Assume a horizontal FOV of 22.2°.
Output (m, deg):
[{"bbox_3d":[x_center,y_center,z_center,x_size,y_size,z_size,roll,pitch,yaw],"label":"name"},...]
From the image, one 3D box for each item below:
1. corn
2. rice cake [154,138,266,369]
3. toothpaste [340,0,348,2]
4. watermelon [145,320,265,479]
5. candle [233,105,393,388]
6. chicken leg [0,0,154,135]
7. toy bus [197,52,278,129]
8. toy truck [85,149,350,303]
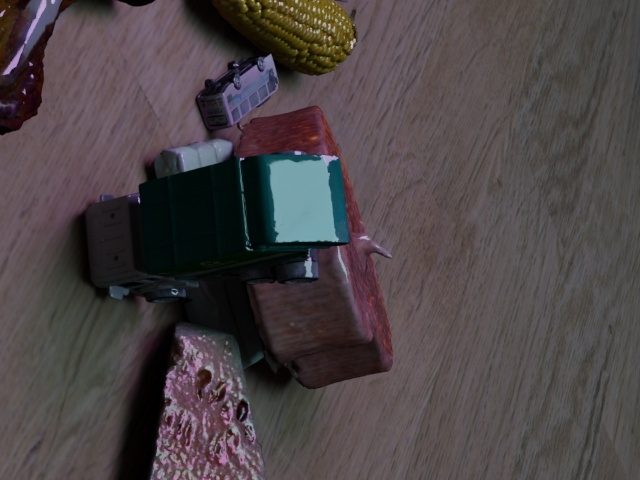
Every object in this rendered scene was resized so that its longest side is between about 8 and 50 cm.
[{"bbox_3d":[-0.042,-0.247,1.772,0.260,0.091,0.091,26,82,-62],"label":"corn"},{"bbox_3d":[-0.102,0.017,1.615,0.127,0.043,0.237,-28,106,-63],"label":"rice cake"},{"bbox_3d":[-0.049,-0.306,1.836,0.314,0.056,0.058,1,53,-59],"label":"toothpaste"},{"bbox_3d":[-0.118,0.180,1.500,0.154,0.094,0.241,28,55,-46],"label":"watermelon"},{"bbox_3d":[0.000,0.000,1.659,0.317,0.131,0.287,61,16,-68],"label":"candle"},{"bbox_3d":[-0.238,-0.199,1.378,0.407,0.096,0.158,-55,133,-58],"label":"chicken leg"},{"bbox_3d":[-0.085,-0.158,1.724,0.130,0.037,0.052,-47,124,-57],"label":"toy bus"},{"bbox_3d":[-0.090,-0.013,1.421,0.124,0.253,0.114,11,71,-57],"label":"toy truck"}]
